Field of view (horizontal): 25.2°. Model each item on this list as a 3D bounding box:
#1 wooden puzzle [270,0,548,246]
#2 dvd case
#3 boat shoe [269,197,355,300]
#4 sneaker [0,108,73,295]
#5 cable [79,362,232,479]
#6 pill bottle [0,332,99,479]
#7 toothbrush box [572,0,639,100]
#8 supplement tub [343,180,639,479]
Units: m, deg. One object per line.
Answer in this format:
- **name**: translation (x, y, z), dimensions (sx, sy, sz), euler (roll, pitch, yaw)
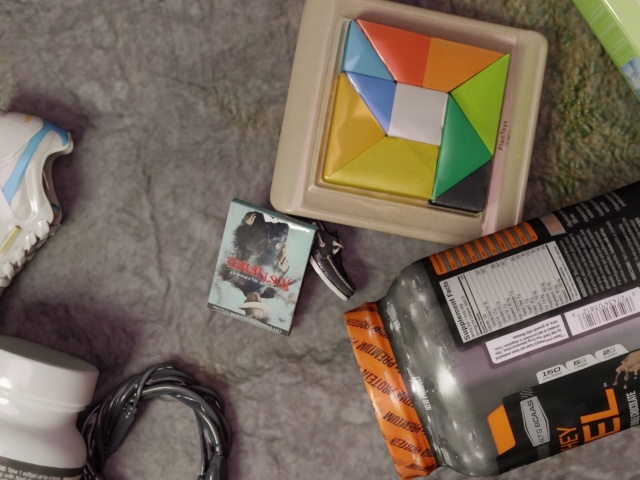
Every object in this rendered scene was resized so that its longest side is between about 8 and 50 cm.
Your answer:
- **wooden puzzle**: translation (0.086, -0.115, 1.354), dimensions (0.238, 0.044, 0.221), euler (10, 83, -3)
- **dvd case**: translation (-0.056, 0.026, 1.360), dimensions (0.087, 0.013, 0.119), euler (20, 118, 8)
- **boat shoe**: translation (0.000, 0.000, 1.374), dimensions (0.038, 0.046, 0.125), euler (-36, 79, 6)
- **sneaker**: translation (-0.301, -0.009, 1.364), dimensions (0.092, 0.087, 0.229), euler (14, 91, 0)
- **cable**: translation (-0.162, 0.210, 1.379), dimensions (0.150, 0.047, 0.185), euler (1, 90, 8)
- **pill bottle**: translation (-0.308, 0.233, 1.320), dimensions (0.162, 0.162, 0.278), euler (19, 89, 2)
- **toothbrush box**: translation (0.373, -0.217, 1.326), dimensions (0.206, 0.122, 0.283), euler (-34, 87, 2)
- **supplement tub**: translation (0.204, 0.084, 1.283), dimensions (0.338, 0.207, 0.207), euler (-20, 88, 2)
